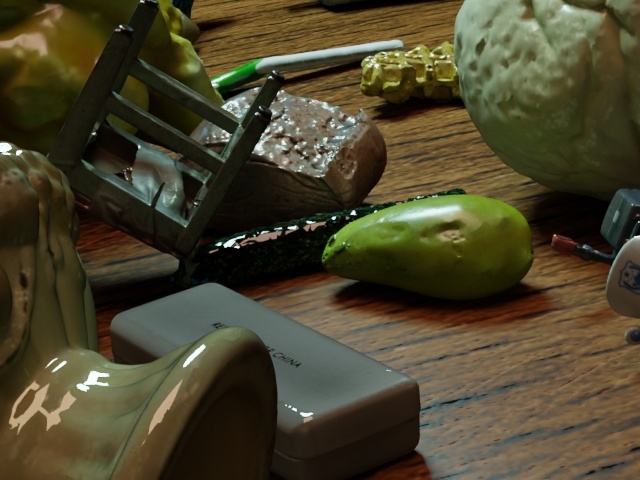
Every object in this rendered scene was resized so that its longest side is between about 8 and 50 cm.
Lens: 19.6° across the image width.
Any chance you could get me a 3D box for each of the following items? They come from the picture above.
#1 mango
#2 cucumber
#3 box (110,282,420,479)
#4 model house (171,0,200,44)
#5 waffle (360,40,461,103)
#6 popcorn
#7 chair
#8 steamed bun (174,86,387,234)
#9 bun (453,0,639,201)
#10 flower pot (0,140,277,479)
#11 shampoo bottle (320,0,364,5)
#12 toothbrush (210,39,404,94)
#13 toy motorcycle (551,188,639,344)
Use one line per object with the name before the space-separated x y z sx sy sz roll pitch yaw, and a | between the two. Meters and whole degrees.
mango | 0.081 0.003 1.422 0.165 0.074 0.091 -1 23 12
cucumber | 0.000 -0.001 1.496 0.256 0.043 0.044 -12 23 -17
box | -0.042 0.093 1.240 0.103 0.055 0.243 -18 25 -31
model house | -0.231 -0.300 2.208 0.291 0.184 0.253 0 10 -29
waffle | 0.141 -0.163 1.885 0.194 0.051 0.149 13 27 28
popcorn | -0.256 -0.174 1.730 0.290 0.321 0.325 -26 10 -8
chair | -0.155 -0.038 1.469 0.147 0.270 0.136 31 17 -6
steamed bun | -0.039 -0.067 1.590 0.175 0.106 0.145 6 23 22
bun | 0.294 -0.144 1.533 0.352 0.227 0.349 -12 -2 -3
flower pot | -0.166 0.108 0.919 0.244 0.307 0.307 18 26 13
shampoo bottle | 0.062 -0.346 2.335 0.234 0.087 0.118 -8 23 -8
toothbrush | -0.085 -0.172 1.991 0.418 0.040 0.042 -12 5 -29
toy motorcycle | 0.261 0.018 1.324 0.150 0.102 0.221 12 19 -17
